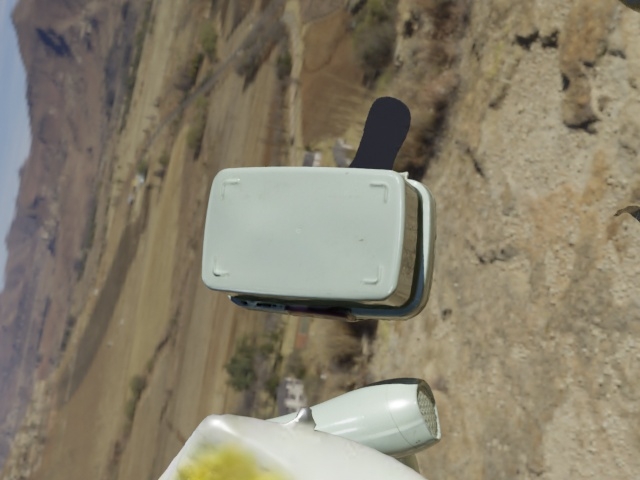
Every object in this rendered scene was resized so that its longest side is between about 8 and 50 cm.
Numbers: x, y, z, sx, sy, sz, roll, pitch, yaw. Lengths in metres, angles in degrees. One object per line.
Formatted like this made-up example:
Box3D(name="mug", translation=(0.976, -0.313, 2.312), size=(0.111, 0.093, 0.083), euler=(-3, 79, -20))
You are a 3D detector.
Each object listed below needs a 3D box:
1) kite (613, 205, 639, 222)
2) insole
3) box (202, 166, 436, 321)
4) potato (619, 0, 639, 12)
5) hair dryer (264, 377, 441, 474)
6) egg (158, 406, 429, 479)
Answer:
Box3D(name="kite", translation=(0.293, -0.004, 0.347), size=(0.169, 0.310, 0.015), euler=(119, 161, -62))
Box3D(name="insole", translation=(0.067, -0.088, 1.262), size=(0.005, 0.086, 0.253), euler=(-26, -39, -65))
Box3D(name="box", translation=(0.000, 0.000, 0.824), size=(0.129, 0.210, 0.147), euler=(28, -114, -69))
Box3D(name="potato", translation=(0.404, -0.379, 0.838), size=(0.351, 0.218, 0.202), euler=(-54, 19, 36))
Box3D(name="hair dryer", translation=(0.043, 0.238, 0.900), size=(0.075, 0.206, 0.237), euler=(-90, -23, -43))
Box3D(name="egg", translation=(-0.009, 0.231, 0.389), size=(0.161, 0.207, 0.270), euler=(112, 166, -60))
